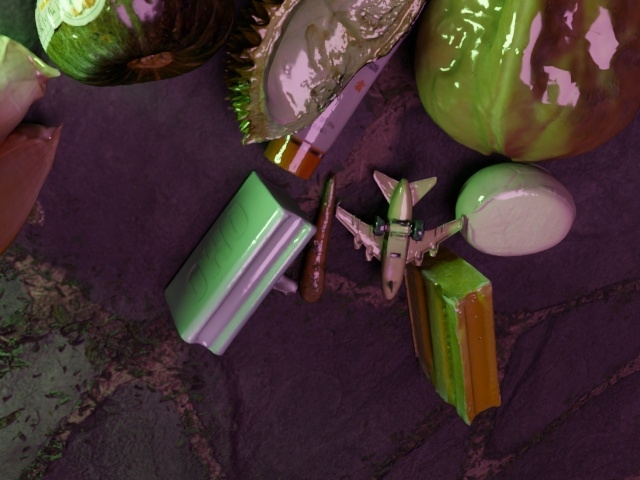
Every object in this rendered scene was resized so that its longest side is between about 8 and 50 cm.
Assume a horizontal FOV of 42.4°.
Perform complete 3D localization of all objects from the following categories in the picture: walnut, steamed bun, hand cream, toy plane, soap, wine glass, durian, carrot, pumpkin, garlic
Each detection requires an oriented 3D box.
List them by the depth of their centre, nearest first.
[{"bbox_3d":[-0.241,-0.314,1.077,0.260,0.260,0.189,-11,87,-18],"label":"pumpkin"},{"bbox_3d":[-0.482,-0.106,1.085,0.286,0.249,0.313,46,52,-32],"label":"garlic"},{"bbox_3d":[0.008,-0.308,1.187,0.394,0.163,0.198,-39,99,-5],"label":"durian"},{"bbox_3d":[0.333,-0.302,1.262,0.384,0.383,0.383,-11,121,-18],"label":"walnut"},{"bbox_3d":[0.026,-0.248,1.312,0.140,0.089,0.314,24,98,-19],"label":"hand cream"},{"bbox_3d":[-0.137,0.035,1.351,0.088,0.160,0.265,31,103,-33],"label":"soap"},{"bbox_3d":[0.000,0.000,1.463,0.049,0.049,0.254,1,114,-24],"label":"carrot"},{"bbox_3d":[0.135,-0.003,1.469,0.229,0.092,0.244,6,107,0],"label":"toy plane"},{"bbox_3d":[-0.077,0.070,1.469,0.042,0.039,0.083,-38,131,27],"label":"wine glass"},{"bbox_3d":[0.355,-0.065,1.524,0.228,0.130,0.177,4,128,-16],"label":"steamed bun"},{"bbox_3d":[0.253,0.174,1.580,0.091,0.199,0.314,-23,123,-14],"label":"soap"}]
